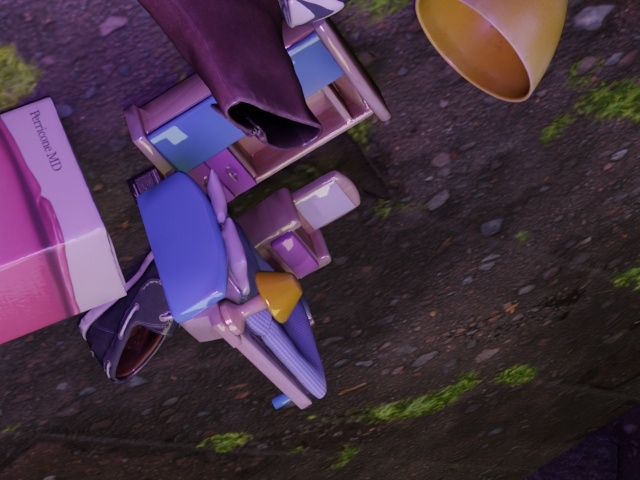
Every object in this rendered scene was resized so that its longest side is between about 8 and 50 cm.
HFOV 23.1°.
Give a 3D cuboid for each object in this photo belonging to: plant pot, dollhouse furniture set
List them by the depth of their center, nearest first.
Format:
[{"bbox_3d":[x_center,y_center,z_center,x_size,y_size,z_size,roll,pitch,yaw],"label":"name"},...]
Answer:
[{"bbox_3d":[0.000,0.000,1.349,0.198,0.303,0.286,-30,136,10],"label":"dollhouse furniture set"},{"bbox_3d":[0.165,-0.205,1.403,0.095,0.134,0.134,-48,157,-14],"label":"plant pot"}]

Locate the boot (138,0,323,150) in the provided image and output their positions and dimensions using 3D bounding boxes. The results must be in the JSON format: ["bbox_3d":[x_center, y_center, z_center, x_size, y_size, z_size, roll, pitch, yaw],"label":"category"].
[{"bbox_3d":[-0.094,-0.180,1.104,0.090,0.207,0.248,-35,152,18],"label":"boot"}]

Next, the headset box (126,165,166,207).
[{"bbox_3d":[-0.133,-0.053,1.500,0.083,0.032,0.062,-30,153,7],"label":"headset box"}]

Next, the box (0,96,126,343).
[{"bbox_3d":[-0.301,0.003,1.322,0.232,0.149,0.127,-22,153,-9],"label":"box"}]

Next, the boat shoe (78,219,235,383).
[{"bbox_3d":[-0.158,0.061,1.638,0.233,0.079,0.084,-43,148,28],"label":"boat shoe"}]

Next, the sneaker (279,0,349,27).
[{"bbox_3d":[0.035,-0.261,1.201,0.153,0.094,0.235,-22,154,-10],"label":"sneaker"}]
